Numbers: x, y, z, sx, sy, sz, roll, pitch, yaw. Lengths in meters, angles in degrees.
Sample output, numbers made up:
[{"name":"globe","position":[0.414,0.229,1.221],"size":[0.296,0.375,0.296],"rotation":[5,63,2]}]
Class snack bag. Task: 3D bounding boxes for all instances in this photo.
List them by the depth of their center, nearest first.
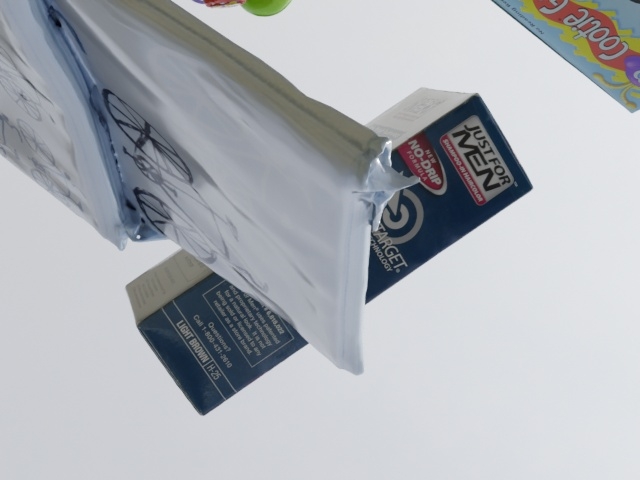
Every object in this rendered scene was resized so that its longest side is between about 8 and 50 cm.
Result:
[{"name":"snack bag","position":[-0.111,-0.060,0.586],"size":[0.342,0.323,0.037],"rotation":[35,-106,12]}]

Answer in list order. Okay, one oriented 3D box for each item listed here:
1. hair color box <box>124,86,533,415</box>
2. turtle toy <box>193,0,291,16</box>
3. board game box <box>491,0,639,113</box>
[{"name":"hair color box","position":[0.000,0.000,1.113],"size":[0.347,0.105,0.174],"rotation":[-34,-165,-5]},{"name":"turtle toy","position":[-0.049,-0.162,0.692],"size":[0.095,0.066,0.130],"rotation":[-7,180,24]},{"name":"board game box","position":[0.229,-0.206,0.658],"size":[0.275,0.142,0.144],"rotation":[-29,-148,55]}]
